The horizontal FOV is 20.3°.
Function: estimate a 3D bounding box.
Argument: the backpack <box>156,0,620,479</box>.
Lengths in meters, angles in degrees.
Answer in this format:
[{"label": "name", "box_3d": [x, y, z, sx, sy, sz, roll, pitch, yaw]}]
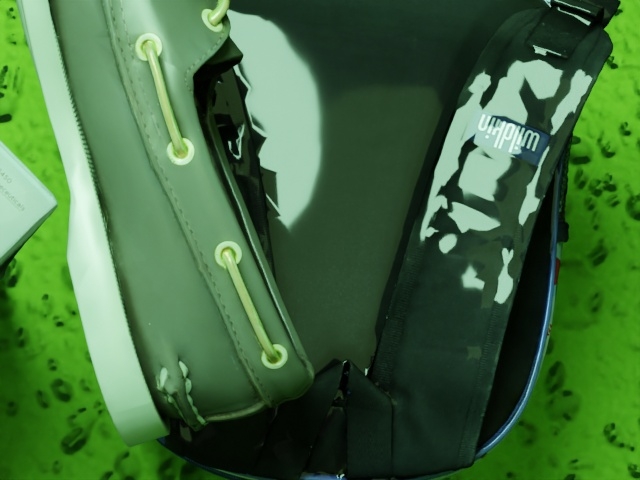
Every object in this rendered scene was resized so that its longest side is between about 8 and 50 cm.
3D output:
[{"label": "backpack", "box_3d": [0.000, 0.000, 0.918, 0.277, 0.213, 0.263, 5, 74, -1]}]

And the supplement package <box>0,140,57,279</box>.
[{"label": "supplement package", "box_3d": [-0.254, -0.022, 0.820, 0.204, 0.262, 0.145, 46, 73, -5]}]

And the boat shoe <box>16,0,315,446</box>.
[{"label": "boat shoe", "box_3d": [-0.076, -0.067, 0.781, 0.091, 0.109, 0.305, -12, 91, 0]}]
